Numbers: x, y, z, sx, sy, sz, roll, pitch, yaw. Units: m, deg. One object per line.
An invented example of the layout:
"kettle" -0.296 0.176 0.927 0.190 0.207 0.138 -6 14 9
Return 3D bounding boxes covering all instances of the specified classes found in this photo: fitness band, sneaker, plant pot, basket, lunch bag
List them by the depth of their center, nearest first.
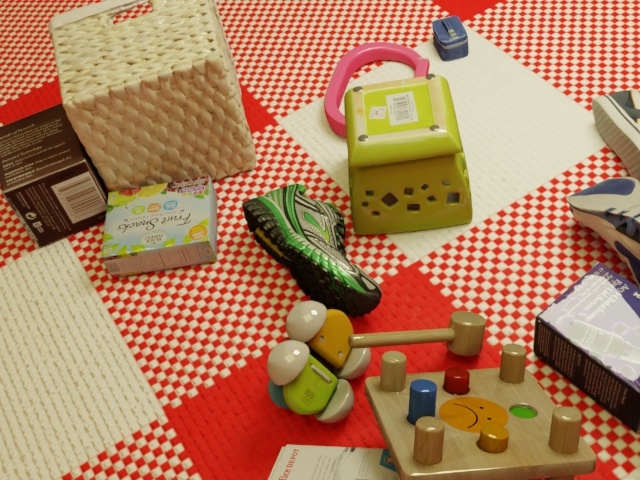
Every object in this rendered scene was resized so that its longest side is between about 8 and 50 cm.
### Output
"sneaker" 0.527 0.016 1.356 0.128 0.182 0.315 -22 20 -9
"sneaker" 0.000 0.000 1.468 0.146 0.134 0.343 -32 51 -16
"sneaker" 0.606 -0.170 1.490 0.128 0.126 0.321 -17 47 5
"plant pot" 0.154 -0.167 1.530 0.227 0.207 0.228 -7 48 6
"basket" -0.321 -0.292 1.653 0.328 0.331 0.266 -18 51 -3
"fitness band" 0.120 -0.324 1.769 0.209 0.054 0.290 6 51 16
"lunch bag" 0.285 -0.452 1.833 0.067 0.065 0.098 -16 50 -2

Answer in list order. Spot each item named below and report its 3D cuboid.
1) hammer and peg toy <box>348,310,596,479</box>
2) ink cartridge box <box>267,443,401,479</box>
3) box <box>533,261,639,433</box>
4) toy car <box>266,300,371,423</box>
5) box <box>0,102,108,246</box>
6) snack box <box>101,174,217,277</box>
"hammer and peg toy" 0.192 0.232 1.190 0.266 0.127 0.361 -3 20 -10
"ink cartridge box" 0.029 0.355 1.161 0.191 0.082 0.139 -1 17 12
"box" 0.451 0.158 1.259 0.153 0.108 0.207 -37 53 -20
"toy car" -0.021 0.195 1.319 0.136 0.159 0.182 -17 38 45
"box" -0.537 -0.133 1.666 0.167 0.168 0.203 -24 50 -8
"snack box" -0.305 -0.028 1.596 0.207 0.070 0.174 -9 49 5
